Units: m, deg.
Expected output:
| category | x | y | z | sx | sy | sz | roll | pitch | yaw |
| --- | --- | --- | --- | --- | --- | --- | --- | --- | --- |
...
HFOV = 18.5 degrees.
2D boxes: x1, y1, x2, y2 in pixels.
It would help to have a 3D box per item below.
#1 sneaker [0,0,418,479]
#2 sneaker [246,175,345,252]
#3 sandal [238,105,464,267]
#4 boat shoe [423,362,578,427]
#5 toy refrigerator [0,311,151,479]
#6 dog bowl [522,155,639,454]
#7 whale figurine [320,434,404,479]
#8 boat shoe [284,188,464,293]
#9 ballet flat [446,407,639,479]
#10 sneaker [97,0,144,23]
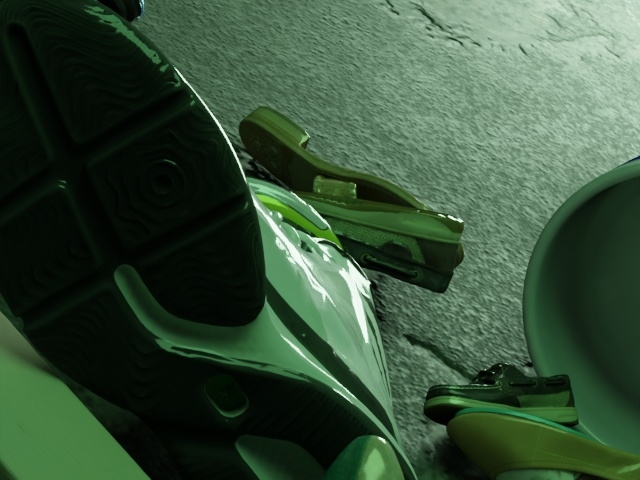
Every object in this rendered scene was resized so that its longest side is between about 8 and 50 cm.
| category | x | y | z | sx | sy | sz | roll | pitch | yaw |
| --- | --- | --- | --- | --- | --- | --- | --- | --- | --- |
| sneaker | -0.087 | 0.014 | 1.319 | 0.447 | 0.169 | 0.257 | 58 | 9 | -18 |
| sneaker | -0.118 | 0.009 | 1.485 | 0.300 | 0.111 | 0.121 | 19 | 50 | -14 |
| sandal | 0.005 | -0.021 | 1.656 | 0.240 | 0.088 | 0.079 | 36 | 62 | 27 |
| boat shoe | 0.138 | 0.120 | 1.528 | 0.152 | 0.056 | 0.049 | 11 | 70 | -42 |
| toy refrigerator | -0.187 | 0.144 | 1.200 | 0.269 | 0.102 | 0.094 | 43 | 34 | 26 |
| dog bowl | 0.300 | 0.055 | 1.559 | 0.265 | 0.265 | 0.104 | 37 | 30 | 16 |
| whale figurine | -0.026 | 0.225 | 1.127 | 0.141 | 0.216 | 0.272 | 5 | 36 | 17 |
| boat shoe | 0.001 | 0.000 | 1.576 | 0.223 | 0.073 | 0.080 | 7 | -2 | 7 |
| ballet flat | 0.202 | 0.185 | 1.477 | 0.232 | 0.080 | 0.073 | 16 | 62 | -15 |
| sneaker | -0.251 | -0.236 | 1.784 | 0.188 | 0.067 | 0.078 | 24 | 52 | -10 |
